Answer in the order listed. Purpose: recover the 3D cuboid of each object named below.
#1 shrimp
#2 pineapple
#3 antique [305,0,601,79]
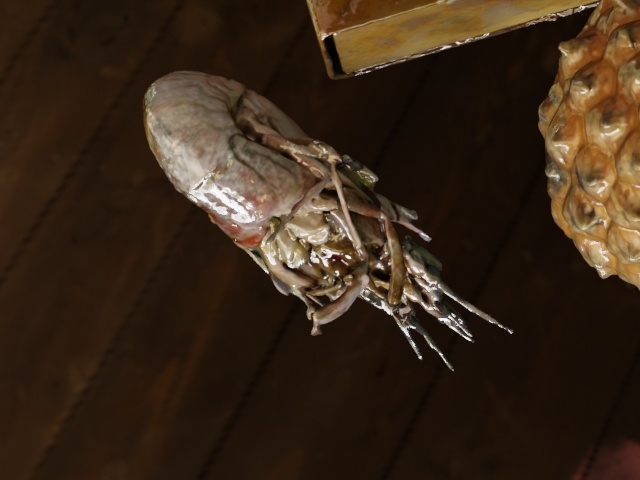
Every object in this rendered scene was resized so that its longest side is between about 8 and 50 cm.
[{"bbox_3d":[0.003,-0.006,1.389,0.116,0.343,0.145,-49,-160,4],"label":"shrimp"},{"bbox_3d":[0.187,-0.027,0.516,0.130,0.119,0.277,-39,-153,-23],"label":"pineapple"},{"bbox_3d":[0.140,-0.209,1.341,0.310,0.093,0.087,-16,-106,1],"label":"antique"}]
